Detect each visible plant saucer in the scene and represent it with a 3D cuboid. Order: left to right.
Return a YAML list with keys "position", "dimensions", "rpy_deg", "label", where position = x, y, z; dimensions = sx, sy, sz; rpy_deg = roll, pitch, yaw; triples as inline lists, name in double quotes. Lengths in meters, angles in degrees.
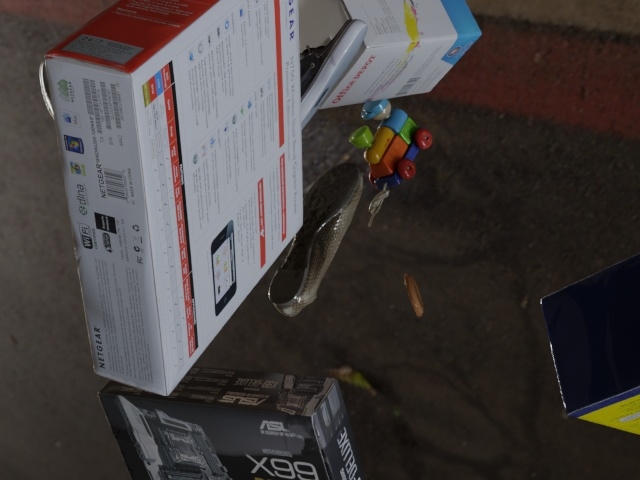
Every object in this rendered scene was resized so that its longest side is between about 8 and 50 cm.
- position: [0.174, 0.100, 2.093]
  dimensions: [0.013, 0.083, 0.084]
  rpy_deg: [-19, 111, 11]
  label: "plant saucer"

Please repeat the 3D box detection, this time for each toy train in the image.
- position: [0.110, -0.166, 2.256]
  dimensions: [0.143, 0.248, 0.105]
  rpy_deg: [46, 146, -23]
  label: "toy train"

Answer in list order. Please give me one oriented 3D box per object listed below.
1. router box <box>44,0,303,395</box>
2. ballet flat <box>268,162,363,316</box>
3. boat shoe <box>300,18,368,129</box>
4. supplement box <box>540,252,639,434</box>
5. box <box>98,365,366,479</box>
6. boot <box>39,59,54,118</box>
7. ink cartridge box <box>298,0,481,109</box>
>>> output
- position: [-0.115, -0.078, 1.059]
  dimensions: [0.082, 0.301, 0.336]
  rpy_deg: [14, 128, 19]
  label: "router box"
- position: [0.000, 0.000, 1.609]
  dimensions: [0.084, 0.250, 0.058]
  rpy_deg: [3, 148, 37]
  label: "ballet flat"
- position: [-0.012, -0.270, 1.813]
  dimensions: [0.076, 0.080, 0.228]
  rpy_deg: [39, 119, 6]
  label: "boat shoe"
- position: [0.535, 0.177, 1.753]
  dimensions: [0.195, 0.356, 0.194]
  rpy_deg: [-30, 56, 36]
  label: "supplement box"
- position: [-0.098, 0.273, 1.386]
  dimensions: [0.307, 0.076, 0.243]
  rpy_deg: [2, 122, 29]
  label: "box"
- position: [-0.356, -0.184, 1.720]
  dimensions: [0.161, 0.083, 0.247]
  rpy_deg: [155, 96, -73]
  label: "boot"
- position: [0.105, -0.386, 2.074]
  dimensions: [0.198, 0.270, 0.197]
  rpy_deg: [-46, 64, 52]
  label: "ink cartridge box"
